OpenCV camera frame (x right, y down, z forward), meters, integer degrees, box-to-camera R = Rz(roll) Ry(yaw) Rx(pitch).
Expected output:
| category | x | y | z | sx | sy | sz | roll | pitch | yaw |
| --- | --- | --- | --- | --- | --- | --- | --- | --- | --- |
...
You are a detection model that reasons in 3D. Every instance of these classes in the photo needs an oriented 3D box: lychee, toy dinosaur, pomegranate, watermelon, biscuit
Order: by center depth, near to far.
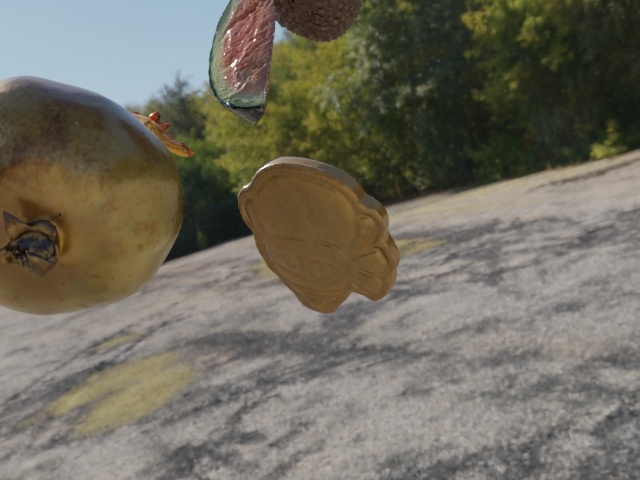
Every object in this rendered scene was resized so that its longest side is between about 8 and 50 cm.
| category | x | y | z | sx | sy | sz | roll | pitch | yaw |
| --- | --- | --- | --- | --- | --- | --- | --- | --- | --- |
| pomegranate | -0.320 | -0.047 | 0.929 | 0.319 | 0.319 | 0.319 | -17 | 4 | 1 |
| watermelon | -0.092 | -0.247 | 1.014 | 0.063 | 0.245 | 0.119 | 23 | -38 | -35 |
| lychee | -0.013 | -0.420 | 1.235 | 0.195 | 0.194 | 0.194 | -17 | 4 | 1 |
| toy dinosaur | -0.348 | -0.202 | 1.368 | 0.289 | 0.070 | 0.117 | 19 | 25 | 12 |
| biscuit | 0.000 | 0.000 | 1.483 | 0.312 | 0.351 | 0.057 | 0 | 34 | 34 |
